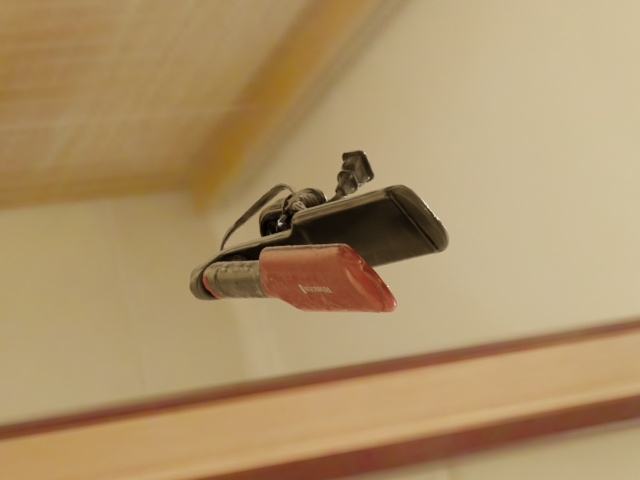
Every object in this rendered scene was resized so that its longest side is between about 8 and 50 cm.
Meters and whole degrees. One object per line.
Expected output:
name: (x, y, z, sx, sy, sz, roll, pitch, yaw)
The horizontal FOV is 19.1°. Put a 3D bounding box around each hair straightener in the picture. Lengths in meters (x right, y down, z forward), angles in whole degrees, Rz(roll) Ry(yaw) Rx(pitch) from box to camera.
hair straightener: (0.000, 0.000, 0.946, 0.047, 0.089, 0.230, 47, -21, -11)
